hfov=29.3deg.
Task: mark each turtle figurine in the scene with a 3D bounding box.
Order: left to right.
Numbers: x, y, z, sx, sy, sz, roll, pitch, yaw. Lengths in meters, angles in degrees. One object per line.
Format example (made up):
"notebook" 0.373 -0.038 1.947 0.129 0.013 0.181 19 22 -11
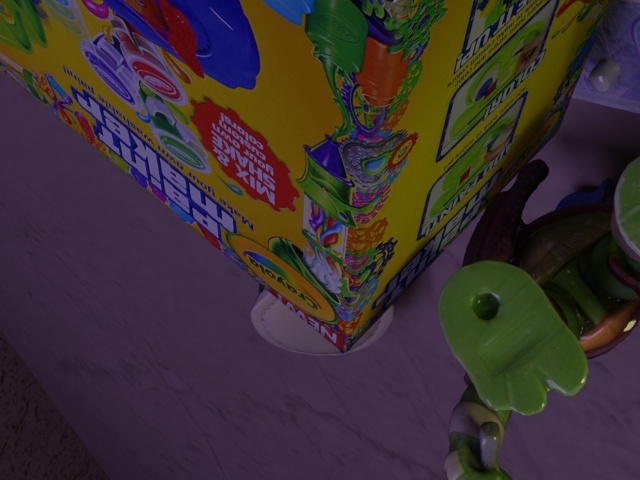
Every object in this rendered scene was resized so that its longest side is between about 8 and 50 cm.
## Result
"turtle figurine" 0.161 0.075 0.618 0.197 0.275 0.266 0 168 14

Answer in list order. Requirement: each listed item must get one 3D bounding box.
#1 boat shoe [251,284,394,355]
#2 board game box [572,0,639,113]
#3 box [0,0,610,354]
"boat shoe" 0.000 0.000 0.963 0.116 0.097 0.324 0 154 1
"board game box" 0.107 -0.189 0.506 0.390 0.050 0.390 22 148 44
"box" -0.033 -0.148 0.522 0.290 0.177 0.279 38 158 16
